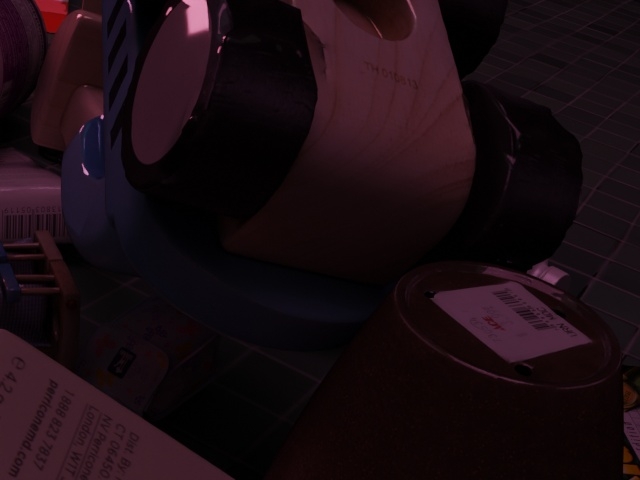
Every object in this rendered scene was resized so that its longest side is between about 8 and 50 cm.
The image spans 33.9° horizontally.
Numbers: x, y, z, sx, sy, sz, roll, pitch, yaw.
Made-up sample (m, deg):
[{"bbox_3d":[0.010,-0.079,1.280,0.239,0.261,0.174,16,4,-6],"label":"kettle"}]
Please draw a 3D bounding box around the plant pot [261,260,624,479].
[{"bbox_3d":[0.062,0.134,0.531,0.216,0.230,0.215,11,26,-5],"label":"plant pot"}]

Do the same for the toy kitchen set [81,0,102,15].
[{"bbox_3d":[-0.206,-0.302,1.377,0.166,0.122,0.207,13,27,-1],"label":"toy kitchen set"}]

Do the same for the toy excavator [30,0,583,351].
[{"bbox_3d":[-0.096,-0.083,0.719,0.222,0.445,0.432,15,50,-32],"label":"toy excavator"}]

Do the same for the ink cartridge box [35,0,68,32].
[{"bbox_3d":[-0.441,-0.360,1.458,0.189,0.066,0.232,5,23,-17],"label":"ink cartridge box"}]

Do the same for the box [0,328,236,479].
[{"bbox_3d":[-0.077,0.170,0.378,0.232,0.148,0.126,37,29,-16],"label":"box"}]

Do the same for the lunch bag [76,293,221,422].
[{"bbox_3d":[-0.122,0.085,0.741,0.071,0.053,0.083,29,45,29],"label":"lunch bag"}]

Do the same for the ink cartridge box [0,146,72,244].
[{"bbox_3d":[-0.328,-0.041,0.914,0.181,0.056,0.225,-3,13,-30],"label":"ink cartridge box"}]

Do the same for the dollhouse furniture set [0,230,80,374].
[{"bbox_3d":[-0.234,-0.011,0.703,0.129,0.183,0.129,-1,21,-25],"label":"dollhouse furniture set"}]

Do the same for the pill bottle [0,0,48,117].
[{"bbox_3d":[-0.359,-0.185,1.006,0.169,0.169,0.301,11,16,-5],"label":"pill bottle"}]

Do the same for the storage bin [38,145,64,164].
[{"bbox_3d":[-0.181,-0.115,1.068,0.180,0.084,0.122,21,28,13],"label":"storage bin"}]

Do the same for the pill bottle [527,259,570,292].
[{"bbox_3d":[0.170,0.026,0.978,0.116,0.065,0.065,29,31,30],"label":"pill bottle"}]

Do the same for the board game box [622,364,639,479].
[{"bbox_3d":[0.247,0.172,0.771,0.136,0.030,0.259,6,27,-10],"label":"board game box"}]
